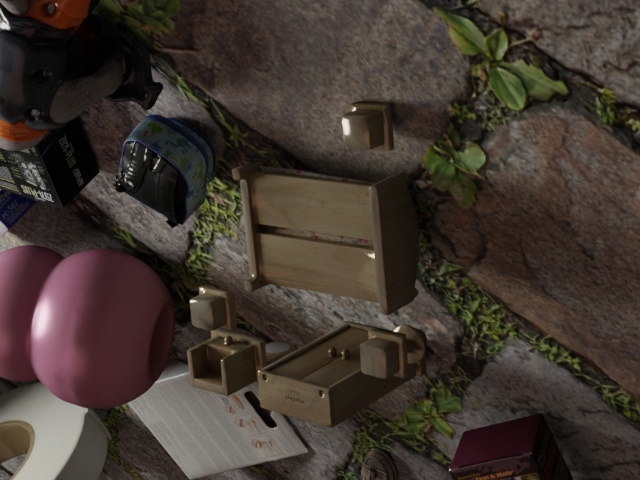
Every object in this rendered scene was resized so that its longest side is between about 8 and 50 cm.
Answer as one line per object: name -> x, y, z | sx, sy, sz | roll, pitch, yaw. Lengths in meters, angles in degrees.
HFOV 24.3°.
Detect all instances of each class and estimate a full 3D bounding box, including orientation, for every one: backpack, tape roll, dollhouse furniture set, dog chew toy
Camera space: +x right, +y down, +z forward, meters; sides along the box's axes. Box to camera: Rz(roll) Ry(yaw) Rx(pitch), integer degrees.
backpack -> -0.171, -0.089, 1.670 | 0.105, 0.084, 0.114 | 33, 151, 9
tape roll -> -0.502, 0.372, 2.258 | 0.392, 0.392, 0.072 | -2, 130, 45
dollhouse furniture set -> 0.000, 0.000, 1.641 | 0.303, 0.173, 0.356 | 10, 112, 37
dog chew toy -> -0.362, 0.098, 1.920 | 0.331, 0.207, 0.207 | 11, 140, 10

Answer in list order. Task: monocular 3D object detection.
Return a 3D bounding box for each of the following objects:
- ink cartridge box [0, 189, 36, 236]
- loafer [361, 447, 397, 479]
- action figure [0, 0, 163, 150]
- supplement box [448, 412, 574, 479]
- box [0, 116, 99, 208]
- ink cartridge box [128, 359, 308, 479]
ink cartridge box -> -0.435, -0.029, 1.985 | 0.046, 0.097, 0.207 | 46, 145, -10
loafer -> 0.074, 0.323, 1.956 | 0.045, 0.039, 0.125 | 23, 143, 24
action figure -> -0.346, -0.242, 1.574 | 0.341, 0.178, 0.330 | 18, 127, 15
supplement box -> 0.235, 0.302, 1.690 | 0.104, 0.081, 0.188 | -17, 111, 26
box -> -0.380, -0.135, 1.824 | 0.180, 0.077, 0.147 | 16, 140, 32
ink cartridge box -> -0.142, 0.240, 2.078 | 0.224, 0.056, 0.181 | -20, 116, 32
